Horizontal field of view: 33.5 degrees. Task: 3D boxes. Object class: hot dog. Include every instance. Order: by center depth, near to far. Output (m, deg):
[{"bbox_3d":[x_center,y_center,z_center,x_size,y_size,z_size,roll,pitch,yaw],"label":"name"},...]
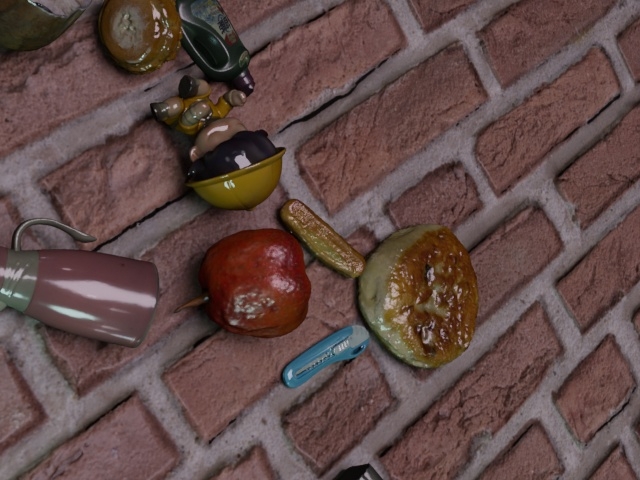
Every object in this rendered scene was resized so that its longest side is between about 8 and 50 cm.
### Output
[{"bbox_3d":[0.000,0.000,2.076,0.216,0.047,0.066,39,74,-24],"label":"hot dog"}]

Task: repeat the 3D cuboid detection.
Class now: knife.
[{"bbox_3d":[0.014,0.221,2.045,0.222,0.031,0.064,-27,100,-37],"label":"knife"}]

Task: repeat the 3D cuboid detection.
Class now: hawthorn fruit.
[{"bbox_3d":[-0.145,0.082,1.877,0.243,0.207,0.207,-15,89,-10],"label":"hawthorn fruit"}]

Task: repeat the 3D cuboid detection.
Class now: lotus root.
[{"bbox_3d":[-0.500,-0.436,1.718,0.272,0.192,0.272,28,45,-32],"label":"lotus root"}]

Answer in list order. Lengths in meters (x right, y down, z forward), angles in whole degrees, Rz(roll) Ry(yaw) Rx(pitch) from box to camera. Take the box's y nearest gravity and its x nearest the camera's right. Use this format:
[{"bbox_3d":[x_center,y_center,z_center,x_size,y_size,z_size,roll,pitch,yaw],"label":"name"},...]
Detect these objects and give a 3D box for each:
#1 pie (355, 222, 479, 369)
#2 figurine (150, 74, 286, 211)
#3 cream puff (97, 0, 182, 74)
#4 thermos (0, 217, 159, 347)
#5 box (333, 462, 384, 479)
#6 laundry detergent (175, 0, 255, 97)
[{"bbox_3d":[0.214,0.116,2.183,0.315,0.092,0.315,10,74,-36],"label":"pie"},{"bbox_3d":[-0.180,-0.170,1.912,0.192,0.167,0.257,-31,76,-24],"label":"figurine"},{"bbox_3d":[-0.312,-0.376,1.874,0.150,0.165,0.115,31,15,13],"label":"cream puff"},{"bbox_3d":[-0.405,0.064,1.705,0.265,0.146,0.176,17,77,-27],"label":"thermos"},{"bbox_3d":[0.061,0.543,1.948,0.274,0.138,0.178,-40,99,-36],"label":"box"},{"bbox_3d":[-0.198,-0.359,1.986,0.221,0.078,0.144,58,35,-13],"label":"laundry detergent"}]
